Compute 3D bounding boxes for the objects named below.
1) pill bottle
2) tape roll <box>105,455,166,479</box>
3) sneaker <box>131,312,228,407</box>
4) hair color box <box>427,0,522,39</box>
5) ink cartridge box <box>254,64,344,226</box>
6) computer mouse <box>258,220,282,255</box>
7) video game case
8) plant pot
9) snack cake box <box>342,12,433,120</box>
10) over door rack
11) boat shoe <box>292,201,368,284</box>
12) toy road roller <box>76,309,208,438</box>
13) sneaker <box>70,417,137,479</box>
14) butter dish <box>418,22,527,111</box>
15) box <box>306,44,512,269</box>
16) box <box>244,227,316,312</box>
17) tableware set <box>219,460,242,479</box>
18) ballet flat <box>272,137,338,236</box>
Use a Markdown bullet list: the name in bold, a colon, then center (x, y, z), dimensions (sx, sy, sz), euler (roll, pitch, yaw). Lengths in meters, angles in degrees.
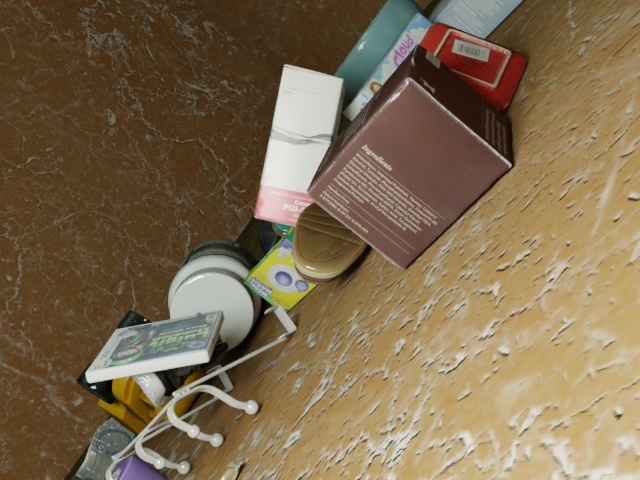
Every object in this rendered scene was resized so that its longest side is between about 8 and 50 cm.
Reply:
- **pill bottle**: center (-0.233, 0.120, 1.724), dimensions (0.204, 0.204, 0.361), euler (-51, 9, 5)
- **tape roll**: center (-0.362, 0.481, 1.361), dimensions (0.189, 0.080, 0.189), euler (-49, 10, 12)
- **sneaker**: center (-0.244, 0.196, 1.317), dimensions (0.153, 0.101, 0.268), euler (-40, -1, -8)
- **hair color box**: center (0.372, -0.545, 1.599), dimensions (0.374, 0.113, 0.185), euler (-45, 12, 42)
- **ink cartridge box**: center (-0.035, -0.171, 1.462), dimensions (0.207, 0.117, 0.283), euler (-54, -24, -86)
- **computer mouse**: center (-0.090, -0.073, 1.904), dimensions (0.188, 0.072, 0.272), euler (-29, -34, -53)
- **video game case**: center (-0.257, 0.165, 1.222), dimensions (0.190, 0.022, 0.173), euler (-10, 16, 4)
- **plant pot**: center (0.174, -0.420, 1.810), dimensions (0.290, 0.195, 0.290), euler (-54, 7, 10)
- **snack cake box**: center (0.177, -0.308, 1.519), dimensions (0.264, 0.152, 0.089), euler (-58, 10, -30)
- **over door rack**: center (-0.173, 0.265, 1.241), dimensions (0.239, 0.108, 0.324), euler (-45, -3, 35)
- **boat shoe**: center (0.029, -0.012, 1.306), dimensions (0.342, 0.123, 0.123), euler (-71, -9, -56)
- **toy road roller**: center (-0.365, 0.334, 1.733), dimensions (0.202, 0.240, 0.329), euler (-56, -27, -23)
- **sneaker**: center (-0.563, 0.569, 1.945), dimensions (0.297, 0.111, 0.129), euler (-57, 5, -35)
- **butter dish**: center (0.213, -0.234, 1.167), dimensions (0.118, 0.160, 0.160), euler (102, -166, -50)
- **box**: center (0.117, -0.109, 0.995), dimensions (0.203, 0.167, 0.168), euler (-47, 10, 29)
- **box**: center (-0.066, 0.065, 1.429), dimensions (0.179, 0.105, 0.043), euler (-45, 11, 41)
- **tableware set**: center (-0.151, 0.357, 0.981), dimensions (0.169, 0.020, 0.141), euler (-53, 9, -7)
- **ballet flat**: center (0.005, -0.116, 1.820), dimensions (0.342, 0.116, 0.124), euler (-56, -10, -24)
